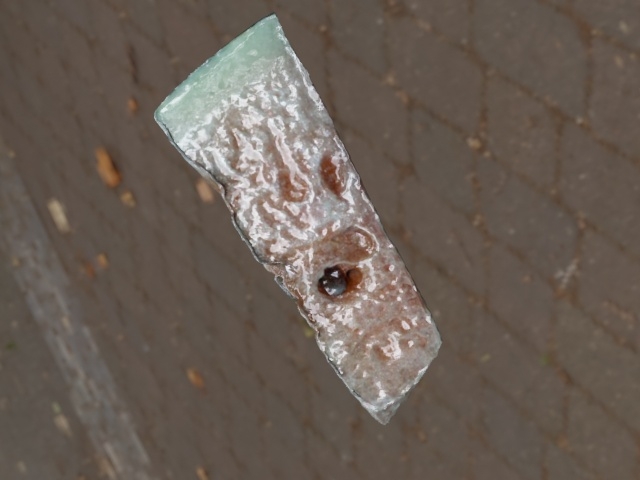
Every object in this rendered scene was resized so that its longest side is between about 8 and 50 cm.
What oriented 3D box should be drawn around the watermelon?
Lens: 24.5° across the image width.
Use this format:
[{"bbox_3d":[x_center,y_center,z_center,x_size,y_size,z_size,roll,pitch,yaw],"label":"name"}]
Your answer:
[{"bbox_3d":[0.000,0.000,0.910,0.241,0.094,0.154,58,178,19],"label":"watermelon"}]
